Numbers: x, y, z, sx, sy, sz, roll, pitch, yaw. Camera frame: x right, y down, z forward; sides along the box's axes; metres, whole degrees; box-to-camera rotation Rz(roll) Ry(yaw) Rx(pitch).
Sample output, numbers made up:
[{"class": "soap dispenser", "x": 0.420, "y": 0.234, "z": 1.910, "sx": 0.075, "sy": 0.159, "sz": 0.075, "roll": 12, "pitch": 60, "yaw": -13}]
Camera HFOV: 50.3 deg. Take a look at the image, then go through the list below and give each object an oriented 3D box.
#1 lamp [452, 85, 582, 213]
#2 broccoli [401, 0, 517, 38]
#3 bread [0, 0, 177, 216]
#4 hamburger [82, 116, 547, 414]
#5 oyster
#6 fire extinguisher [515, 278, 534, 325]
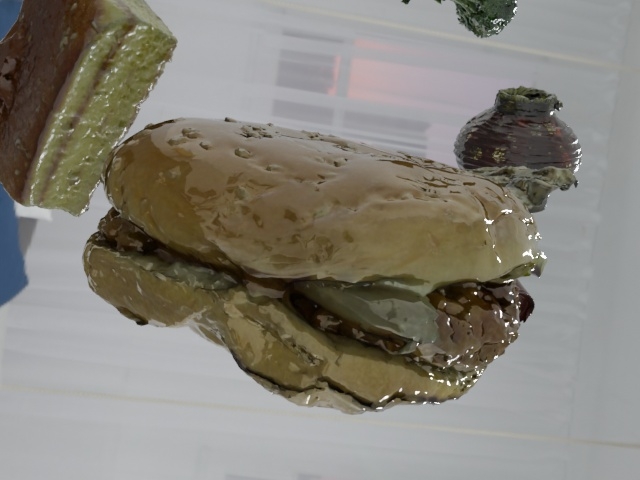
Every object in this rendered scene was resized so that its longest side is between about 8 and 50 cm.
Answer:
[{"class": "lamp", "x": 0.375, "y": -0.176, "z": 1.303, "sx": 0.247, "sy": 0.247, "sz": 0.246, "roll": -171, "pitch": -90, "yaw": -86}, {"class": "broccoli", "x": 0.301, "y": -0.560, "z": 1.391, "sx": 0.321, "sy": 0.284, "sz": 0.303, "roll": -71, "pitch": 160, "yaw": -88}, {"class": "bread", "x": -0.272, "y": -0.169, "z": 0.721, "sx": 0.234, "sy": 0.111, "sz": 0.184, "roll": -56, "pitch": -131, "yaw": 18}, {"class": "hamburger", "x": 0.000, "y": 0.000, "z": 0.457, "sx": 0.259, "sy": 0.283, "sz": 0.144, "roll": -7, "pitch": 117, "yaw": -65}, {"class": "oyster", "x": 0.198, "y": -0.057, "z": 0.788, "sx": 0.072, "sy": 0.133, "sz": 0.209, "roll": 62, "pitch": -13, "yaw": -4}, {"class": "fire extinguisher", "x": 0.390, "y": 0.062, "z": 1.588, "sx": 0.337, "sy": 0.147, "sz": 0.106, "roll": -111, "pitch": -144, "yaw": -52}]
